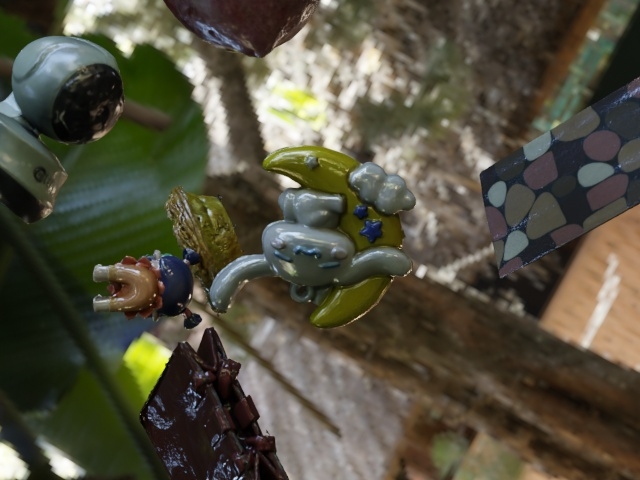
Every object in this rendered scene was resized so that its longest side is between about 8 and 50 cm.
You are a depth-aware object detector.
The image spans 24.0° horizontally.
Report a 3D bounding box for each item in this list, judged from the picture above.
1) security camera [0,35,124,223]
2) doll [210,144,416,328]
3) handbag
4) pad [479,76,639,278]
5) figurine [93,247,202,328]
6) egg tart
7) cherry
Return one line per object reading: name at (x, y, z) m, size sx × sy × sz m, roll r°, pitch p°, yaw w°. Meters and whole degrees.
security camera at (-0.417, -0.182, 2.257) m, size 0.277 × 0.191 × 0.197 m, roll -52°, pitch -37°, yaw -7°
doll at (0.000, 0.000, 1.962) m, size 0.111 × 0.252 × 0.237 m, roll -98°, pitch 21°, yaw -82°
handbag at (-0.146, 0.287, 2.075) m, size 0.084 × 0.260 × 0.275 m, roll -18°, pitch -23°, yaw -26°
pad at (0.277, -0.071, 1.631) m, size 0.235 × 0.003 × 0.158 m, roll -31°, pitch 45°, yaw 27°
figurine at (-0.228, 0.069, 2.033) m, size 0.195 × 0.102 × 0.111 m, roll -13°, pitch -75°, yaw -77°
egg tart at (-0.163, 0.010, 2.232) m, size 0.090 × 0.212 × 0.212 m, roll -19°, pitch -11°, yaw -4°
cherry at (-0.081, -0.280, 1.485) m, size 0.192 × 0.249 × 0.175 m, roll -28°, pitch -32°, yaw 22°
